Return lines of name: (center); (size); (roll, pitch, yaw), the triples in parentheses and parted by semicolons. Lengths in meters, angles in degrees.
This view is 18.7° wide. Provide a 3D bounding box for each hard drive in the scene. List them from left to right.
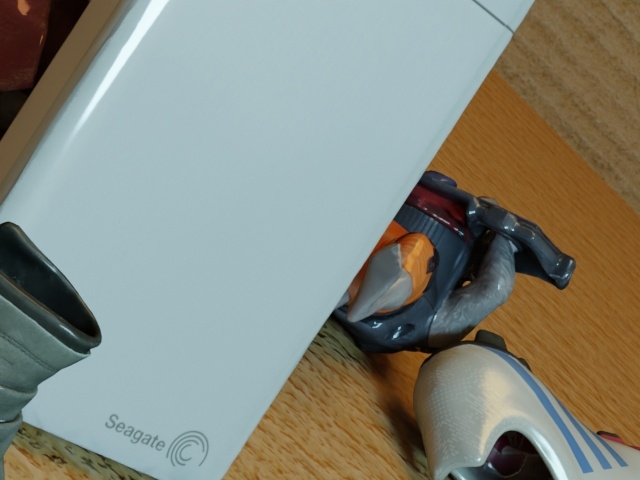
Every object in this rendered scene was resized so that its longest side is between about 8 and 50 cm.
hard drive: (-0.049, -0.048, 1.043); (0.233, 0.353, 0.047); (31, 3, -43)

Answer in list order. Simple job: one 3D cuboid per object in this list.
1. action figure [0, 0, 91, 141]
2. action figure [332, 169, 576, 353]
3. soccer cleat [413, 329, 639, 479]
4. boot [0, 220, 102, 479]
action figure: (-0.205, -0.212, 1.145); (0.248, 0.275, 0.370); (50, 34, -55)
action figure: (0.000, 0.000, 1.496); (0.341, 0.178, 0.330); (25, -2, 28)
soccer cleat: (0.191, 0.204, 1.521); (0.331, 0.116, 0.143); (35, 36, -30)
boot: (-0.146, 0.087, 0.820); (0.246, 0.161, 0.083); (42, 18, -17)
